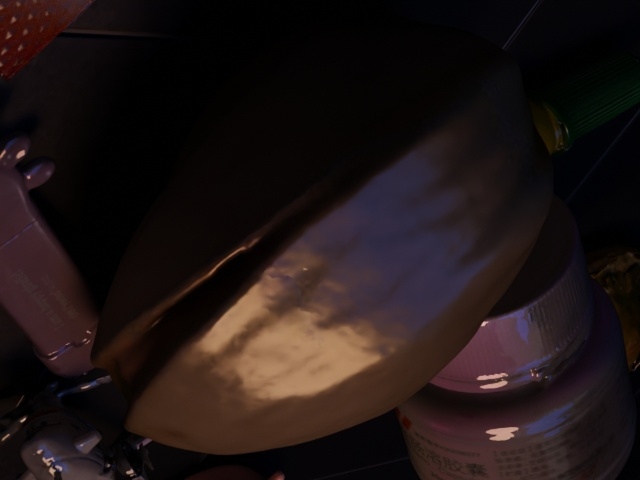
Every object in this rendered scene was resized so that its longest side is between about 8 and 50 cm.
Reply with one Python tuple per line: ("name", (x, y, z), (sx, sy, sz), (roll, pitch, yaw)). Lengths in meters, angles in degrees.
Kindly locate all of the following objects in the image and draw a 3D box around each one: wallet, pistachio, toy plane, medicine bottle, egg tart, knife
("wallet", (-0.205, -0.175, 1.110), (0.103, 0.020, 0.196), (-40, 154, 1))
("pistachio", (0.000, 0.000, 1.409), (0.445, 0.281, 0.365), (-41, 172, 35))
("toy plane", (-0.215, 0.199, 1.611), (0.182, 0.107, 0.273), (-26, 159, -10))
("medicine bottle", (0.184, -0.097, 1.687), (0.309, 0.076, 0.111), (-27, 154, -23))
("egg tart", (0.304, 0.129, 2.173), (0.295, 0.116, 0.295), (-29, 153, -16))
("medicine bottle", (0.181, 0.110, 1.777), (0.241, 0.241, 0.302), (-32, 133, -15))
("knife", (-0.228, 0.026, 1.389), (0.132, 0.038, 0.398), (-34, 155, -5))

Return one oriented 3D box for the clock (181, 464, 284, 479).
("clock", (-0.124, 0.355, 1.951), (0.241, 0.142, 0.227), (-26, 152, -32))
